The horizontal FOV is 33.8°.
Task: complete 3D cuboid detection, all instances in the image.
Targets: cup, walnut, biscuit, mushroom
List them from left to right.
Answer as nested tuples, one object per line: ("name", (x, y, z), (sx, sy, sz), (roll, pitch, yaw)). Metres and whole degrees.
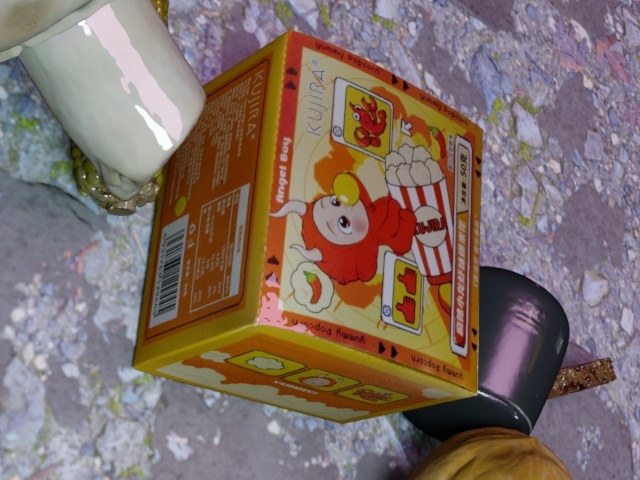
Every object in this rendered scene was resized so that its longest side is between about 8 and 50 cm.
("mushroom", (-0.209, -0.244, 0.811), (0.353, 0.353, 0.325), (31, 78, -29))
("cup", (0.154, 0.116, 1.138), (0.223, 0.169, 0.176), (37, 59, -22))
("walnut", (0.156, 0.286, 1.024), (0.195, 0.222, 0.195), (29, 10, -6))
("biscuit", (0.288, 0.177, 1.300), (0.199, 0.064, 0.034), (-5, 75, -43))

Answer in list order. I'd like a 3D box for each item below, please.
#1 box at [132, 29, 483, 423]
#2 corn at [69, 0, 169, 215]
("box", (0.000, 0.000, 1.000), (0.259, 0.214, 0.283), (20, 63, -33))
("corn", (-0.185, -0.167, 0.996), (0.097, 0.097, 0.320), (17, 60, -37))
